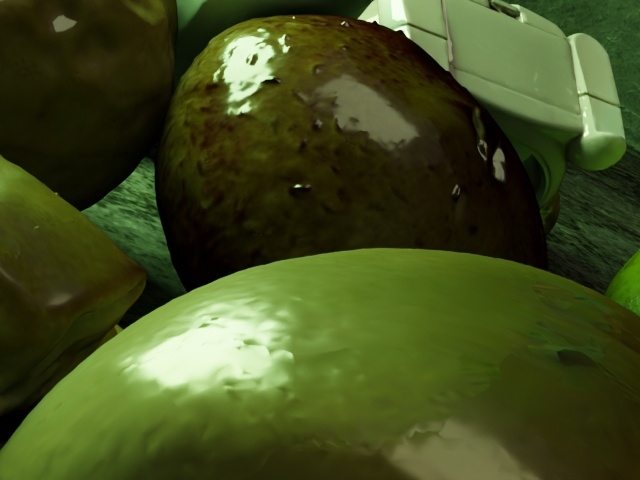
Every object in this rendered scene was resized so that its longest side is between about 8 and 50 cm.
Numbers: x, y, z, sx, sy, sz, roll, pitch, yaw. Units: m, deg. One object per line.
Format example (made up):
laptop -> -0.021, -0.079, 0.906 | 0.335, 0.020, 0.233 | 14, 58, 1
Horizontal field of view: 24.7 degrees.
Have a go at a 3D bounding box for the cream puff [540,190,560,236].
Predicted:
cream puff -> 0.174, -0.079, 1.804 | 0.244, 0.196, 0.244 | -5, 17, 2

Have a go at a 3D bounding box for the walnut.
walnut -> -0.289, -0.182, 1.108 | 0.398, 0.308, 0.354 | 27, 40, -38

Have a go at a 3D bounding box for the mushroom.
mushroom -> -0.004, -0.019, 1.143 | 0.356, 0.331, 0.334 | -1, 29, 43

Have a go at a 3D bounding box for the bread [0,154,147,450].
bread -> -0.255, 0.030, 0.671 | 0.314, 0.191, 0.370 | 31, 17, 18

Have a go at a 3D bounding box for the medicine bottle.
medicine bottle -> -0.067, -0.191, 1.281 | 0.179, 0.324, 0.124 | -16, 76, -26

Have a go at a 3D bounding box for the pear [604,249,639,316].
pear -> 0.411, 0.104, 1.398 | 0.318, 0.342, 0.238 | -1, -14, -16

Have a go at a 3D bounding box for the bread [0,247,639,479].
bread -> 0.053, 0.145, 0.657 | 0.348, 0.253, 0.376 | 28, 14, 20

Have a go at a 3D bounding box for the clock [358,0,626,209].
clock -> 0.094, -0.102, 1.482 | 0.342, 0.326, 0.184 | 20, 49, -28
